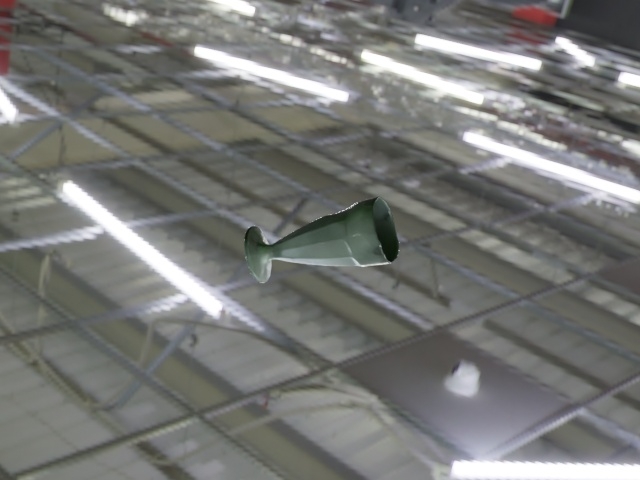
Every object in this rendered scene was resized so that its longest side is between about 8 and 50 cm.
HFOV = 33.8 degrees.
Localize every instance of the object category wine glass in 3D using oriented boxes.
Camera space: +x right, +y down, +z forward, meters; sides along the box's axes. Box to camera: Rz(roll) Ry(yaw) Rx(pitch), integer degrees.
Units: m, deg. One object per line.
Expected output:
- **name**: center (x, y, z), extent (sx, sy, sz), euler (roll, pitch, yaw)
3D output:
- **wine glass**: center (0.000, 0.000, 1.126), extent (0.155, 0.073, 0.073), euler (-9, -166, 21)
